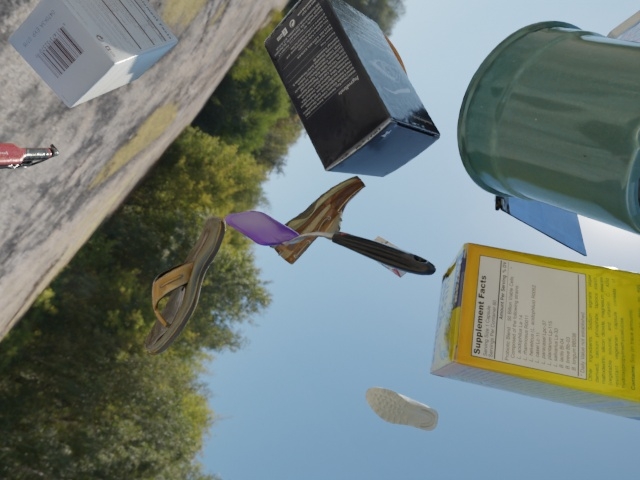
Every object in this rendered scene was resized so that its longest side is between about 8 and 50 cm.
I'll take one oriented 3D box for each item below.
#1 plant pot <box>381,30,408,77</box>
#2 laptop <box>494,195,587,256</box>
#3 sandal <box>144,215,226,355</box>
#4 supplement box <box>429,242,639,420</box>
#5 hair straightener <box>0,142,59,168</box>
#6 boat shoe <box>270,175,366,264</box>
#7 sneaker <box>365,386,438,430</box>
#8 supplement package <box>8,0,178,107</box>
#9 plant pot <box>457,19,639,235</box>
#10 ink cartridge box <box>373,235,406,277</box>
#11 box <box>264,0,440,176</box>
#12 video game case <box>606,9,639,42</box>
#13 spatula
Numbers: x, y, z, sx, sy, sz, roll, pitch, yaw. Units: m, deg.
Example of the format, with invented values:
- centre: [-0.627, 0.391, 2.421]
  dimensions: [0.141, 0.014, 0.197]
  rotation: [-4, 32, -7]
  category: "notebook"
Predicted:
- centre: [0.083, -0.434, 1.252]
  dimensions: [0.203, 0.291, 0.291]
  rotation: [-17, -140, 49]
  category: "plant pot"
- centre: [0.618, -0.231, 1.245]
  dimensions: [0.236, 0.408, 0.382]
  rotation: [1, -144, 21]
  category: "laptop"
- centre: [-0.169, 0.045, 0.527]
  dimensions: [0.072, 0.049, 0.180]
  rotation: [-5, -121, 57]
  category: "sandal"
- centre: [0.383, 0.154, 0.727]
  dimensions: [0.195, 0.356, 0.194]
  rotation: [83, 19, -67]
  category: "supplement box"
- centre: [-0.593, -0.161, 0.842]
  dimensions: [0.089, 0.047, 0.230]
  rotation: [-17, -164, 11]
  category: "hair straightener"
- centre: [0.003, -0.055, 1.280]
  dimensions: [0.324, 0.120, 0.122]
  rotation: [-38, -177, 0]
  category: "boat shoe"
- centre: [0.240, 0.513, 1.359]
  dimensions: [0.090, 0.235, 0.095]
  rotation: [-65, -175, -6]
  category: "sneaker"
- centre: [-0.303, -0.278, 0.615]
  dimensions: [0.105, 0.105, 0.179]
  rotation: [-28, -158, 25]
  category: "supplement package"
- centre: [0.467, -0.181, 0.737]
  dimensions: [0.341, 0.341, 0.334]
  rotation: [-51, -152, 9]
  category: "plant pot"
- centre: [0.240, 0.056, 1.544]
  dimensions: [0.056, 0.099, 0.135]
  rotation: [-40, -144, -11]
  category: "ink cartridge box"
- centre: [0.044, -0.199, 0.590]
  dimensions: [0.108, 0.207, 0.153]
  rotation: [-33, 163, 33]
  category: "box"
- centre: [0.689, -0.458, 0.995]
  dimensions: [0.201, 0.023, 0.183]
  rotation: [-36, 166, -2]
  category: "video game case"
- centre: [0.000, 0.000, 0.539]
  dimensions: [0.296, 0.084, 0.030]
  rotation: [12, -74, 36]
  category: "spatula"
